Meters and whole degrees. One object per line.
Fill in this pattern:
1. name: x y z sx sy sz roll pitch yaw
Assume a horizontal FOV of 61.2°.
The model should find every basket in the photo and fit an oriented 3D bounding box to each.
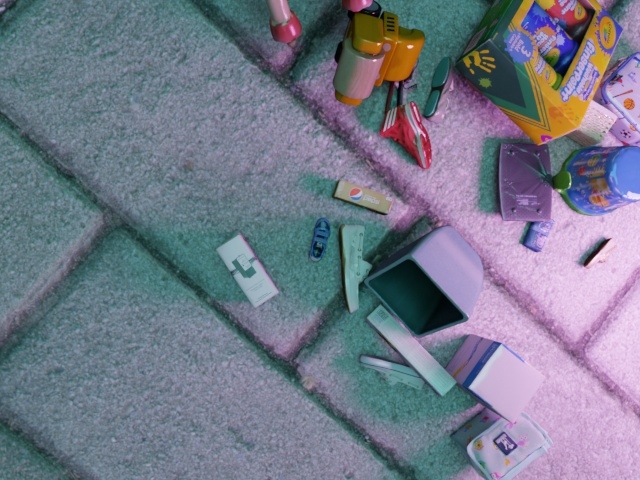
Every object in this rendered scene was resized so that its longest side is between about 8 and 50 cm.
1. basket: 0.838 -0.388 1.745 0.167 0.113 0.103 30 90 -5

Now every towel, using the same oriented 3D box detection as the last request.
1. towel: 0.712 -0.025 1.765 0.067 0.029 0.119 26 87 -4

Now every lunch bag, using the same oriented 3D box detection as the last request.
1. lunch bag: 0.546 0.613 1.621 0.224 0.262 0.160 -36 93 -4
2. lunch bag: 1.042 -0.457 1.767 0.243 0.115 0.303 -42 94 -7

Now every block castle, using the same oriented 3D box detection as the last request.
1. block castle: -0.063 -0.772 1.535 0.303 0.212 0.453 -24 56 0

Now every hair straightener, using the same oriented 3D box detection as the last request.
1. hair straightener: 0.266 -0.506 1.727 0.089 0.047 0.230 10 84 -6

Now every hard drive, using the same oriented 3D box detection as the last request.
1. hard drive: 0.652 -0.184 1.740 0.172 0.054 0.254 1 84 -3

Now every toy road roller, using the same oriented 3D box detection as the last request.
1. toy road roller: 0.175 -0.540 1.573 0.241 0.202 0.329 13 47 -7

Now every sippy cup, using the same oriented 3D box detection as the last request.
1. sippy cup: 0.912 -0.197 1.691 0.306 0.224 0.240 -40 92 -5

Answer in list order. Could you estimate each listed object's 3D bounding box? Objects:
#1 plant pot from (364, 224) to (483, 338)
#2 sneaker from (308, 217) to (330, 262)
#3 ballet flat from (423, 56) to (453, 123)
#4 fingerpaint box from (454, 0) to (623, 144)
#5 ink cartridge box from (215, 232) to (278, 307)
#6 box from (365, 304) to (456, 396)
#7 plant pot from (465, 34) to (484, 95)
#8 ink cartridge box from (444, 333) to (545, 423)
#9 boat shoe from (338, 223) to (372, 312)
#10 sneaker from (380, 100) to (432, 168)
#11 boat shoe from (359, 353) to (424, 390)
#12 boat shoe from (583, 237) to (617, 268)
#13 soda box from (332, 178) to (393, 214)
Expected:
1. plant pot: 0.338 0.098 1.616 0.247 0.248 0.252 47 55 -3
2. sneaker: 0.000 0.000 1.678 0.053 0.059 0.144 12 87 -3
3. ballet flat: 0.388 -0.477 1.731 0.068 0.072 0.213 19 88 -33
4. fingerpaint box: 0.664 -0.580 1.615 0.371 0.163 0.444 39 67 -13
5. ink cartridge box: -0.216 0.087 1.609 0.087 0.153 0.208 -33 91 -4
6. box: 0.271 0.335 1.649 0.067 0.063 0.324 -43 76 -11
7. plant pot: 0.533 -0.539 1.700 0.238 0.110 0.237 5 79 -24
8. ink cartridge box: 0.514 0.408 1.636 0.171 0.233 0.168 38 84 -4
9. boat shoe: 0.113 0.085 1.669 0.096 0.098 0.276 -3 88 -5
10. sneaker: 0.268 -0.322 1.715 0.128 0.087 0.221 -8 112 30
11. boat shoe: 0.225 0.415 1.681 0.227 0.083 0.075 16 86 -6
12. boat shoe: 0.923 0.050 1.775 0.135 0.050 0.045 -43 88 -5
13. soda box: 0.131 -0.134 1.692 0.182 0.061 0.058 19 88 -5
